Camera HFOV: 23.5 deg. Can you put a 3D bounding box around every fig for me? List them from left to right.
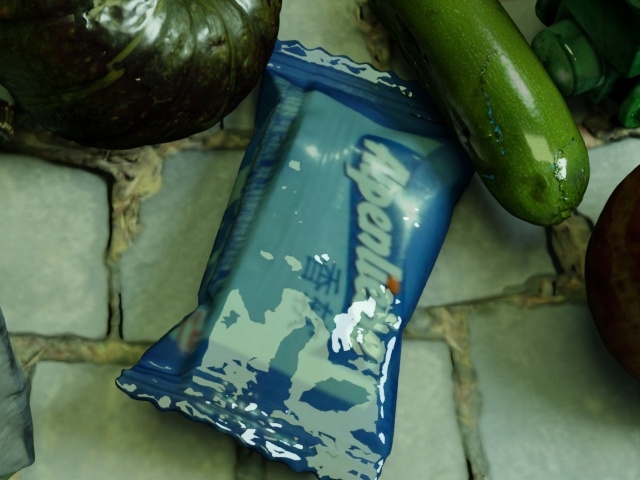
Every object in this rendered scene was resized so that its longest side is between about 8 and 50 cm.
[{"bbox_3d":[0.271,0.015,1.018,0.205,0.205,0.205,2,63,-5],"label":"fig"}]

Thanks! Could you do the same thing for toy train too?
[{"bbox_3d":[0.272,-0.196,1.106,0.266,0.202,0.145,-26,68,-17],"label":"toy train"}]

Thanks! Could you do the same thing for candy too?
[{"bbox_3d":[0.000,0.000,1.051,0.187,0.077,0.331,21,59,-4],"label":"candy"}]

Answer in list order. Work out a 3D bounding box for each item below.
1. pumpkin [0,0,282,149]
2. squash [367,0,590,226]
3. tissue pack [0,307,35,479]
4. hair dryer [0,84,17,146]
[{"bbox_3d":[-0.122,-0.177,1.044,0.159,0.238,0.238,5,53,44],"label":"pumpkin"},{"bbox_3d":[0.099,-0.143,1.114,0.087,0.087,0.331,-18,54,-14],"label":"squash"},{"bbox_3d":[-0.339,-0.016,0.903,0.394,0.288,0.124,43,68,15],"label":"tissue pack"},{"bbox_3d":[-0.258,-0.215,1.119,0.203,0.128,0.362,-3,71,-8],"label":"hair dryer"}]
